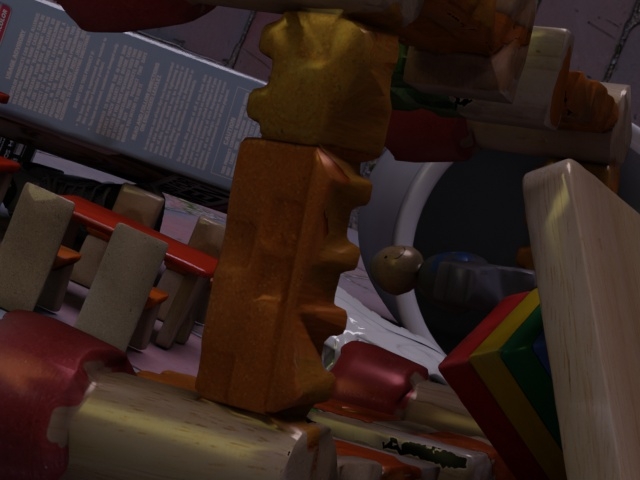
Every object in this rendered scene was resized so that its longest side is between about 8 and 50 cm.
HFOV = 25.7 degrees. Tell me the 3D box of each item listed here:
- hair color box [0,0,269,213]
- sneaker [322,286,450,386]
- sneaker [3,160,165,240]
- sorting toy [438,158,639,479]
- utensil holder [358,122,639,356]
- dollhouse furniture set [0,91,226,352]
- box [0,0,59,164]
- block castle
[{"bbox_3d":[-0.184,-0.123,1.323,0.374,0.114,0.185,19,-7,-16],"label":"hair color box"},{"bbox_3d":[0.027,0.100,1.141,0.235,0.090,0.095,19,16,-25],"label":"sneaker"},{"bbox_3d":[-0.240,-0.029,1.354,0.132,0.086,0.228,15,-2,-24],"label":"sneaker"},{"bbox_3d":[0.144,0.126,0.671,0.089,0.257,0.255,-16,-23,27],"label":"sorting toy"},{"bbox_3d":[0.217,0.000,1.602,0.327,0.328,0.385,22,4,-7],"label":"utensil holder"},{"bbox_3d":[-0.195,-0.024,1.127,0.259,0.135,0.262,23,5,7],"label":"dollhouse furniture set"},{"bbox_3d":[-0.365,-0.232,1.482,0.079,0.322,0.257,28,8,32],"label":"box"},{"bbox_3d":[0.000,0.000,0.759,0.213,0.303,0.453,11,-1,25],"label":"block castle"}]
